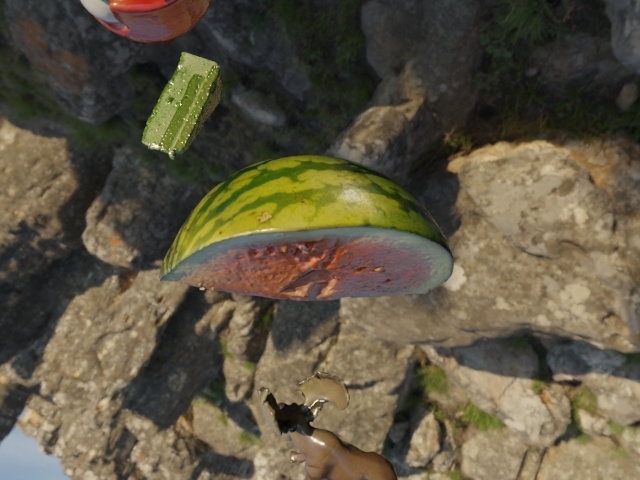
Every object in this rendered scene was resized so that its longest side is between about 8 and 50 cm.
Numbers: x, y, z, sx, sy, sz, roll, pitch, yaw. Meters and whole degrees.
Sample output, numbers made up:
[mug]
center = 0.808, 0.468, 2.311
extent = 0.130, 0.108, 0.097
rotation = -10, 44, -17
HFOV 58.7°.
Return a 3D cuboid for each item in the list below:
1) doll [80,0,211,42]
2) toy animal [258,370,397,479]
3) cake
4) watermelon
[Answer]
[doll]
center = -0.187, -0.306, 0.589
extent = 0.160, 0.183, 0.363
rotation = -15, 175, -10
[toy animal]
center = 0.005, 0.258, 0.722
extent = 0.214, 0.094, 0.186
rotation = 26, 132, -2
[cake]
center = -0.290, -0.288, 1.193
extent = 0.100, 0.235, 0.099
rotation = 19, 143, 4
[watermelon]
center = 0.000, -0.027, 0.574
extent = 0.303, 0.128, 0.159
rotation = 3, 150, -19
